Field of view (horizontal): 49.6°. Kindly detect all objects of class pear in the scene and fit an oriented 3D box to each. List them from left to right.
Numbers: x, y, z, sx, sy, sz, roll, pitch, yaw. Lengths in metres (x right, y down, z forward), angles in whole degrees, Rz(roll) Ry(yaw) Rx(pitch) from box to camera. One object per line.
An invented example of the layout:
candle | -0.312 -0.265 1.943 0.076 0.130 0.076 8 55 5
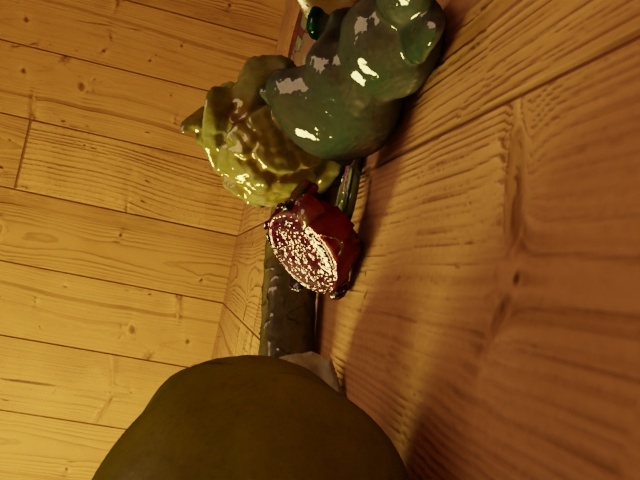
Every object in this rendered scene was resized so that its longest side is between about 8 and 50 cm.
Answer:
pear | -0.046 0.194 0.404 0.212 0.212 0.269 113 160 -46

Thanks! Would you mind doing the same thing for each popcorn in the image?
popcorn | -0.061 -0.133 0.844 0.187 0.185 0.167 48 162 33

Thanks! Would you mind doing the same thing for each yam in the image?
yam | -0.034 0.028 0.876 0.083 0.083 0.372 116 163 -52

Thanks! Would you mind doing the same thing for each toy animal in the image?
toy animal | 0.051 -0.156 0.602 0.251 0.127 0.125 -18 47 61

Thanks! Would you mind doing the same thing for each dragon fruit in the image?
dragon fruit | 0.002 -0.002 0.712 0.112 0.068 0.126 18 137 43

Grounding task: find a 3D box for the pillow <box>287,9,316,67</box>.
pillow | 0.006 -0.290 0.989 0.236 0.084 0.223 -114 36 -63

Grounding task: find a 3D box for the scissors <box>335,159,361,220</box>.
scissors | 0.041 -0.108 0.777 0.133 0.020 0.187 -168 89 -84

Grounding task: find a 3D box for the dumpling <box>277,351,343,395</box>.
dumpling | -0.048 0.187 0.633 0.150 0.176 0.092 37 133 43

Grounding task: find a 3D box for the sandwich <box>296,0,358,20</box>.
sandwich | 0.066 -0.322 0.678 0.186 0.220 0.108 58 -154 -49
